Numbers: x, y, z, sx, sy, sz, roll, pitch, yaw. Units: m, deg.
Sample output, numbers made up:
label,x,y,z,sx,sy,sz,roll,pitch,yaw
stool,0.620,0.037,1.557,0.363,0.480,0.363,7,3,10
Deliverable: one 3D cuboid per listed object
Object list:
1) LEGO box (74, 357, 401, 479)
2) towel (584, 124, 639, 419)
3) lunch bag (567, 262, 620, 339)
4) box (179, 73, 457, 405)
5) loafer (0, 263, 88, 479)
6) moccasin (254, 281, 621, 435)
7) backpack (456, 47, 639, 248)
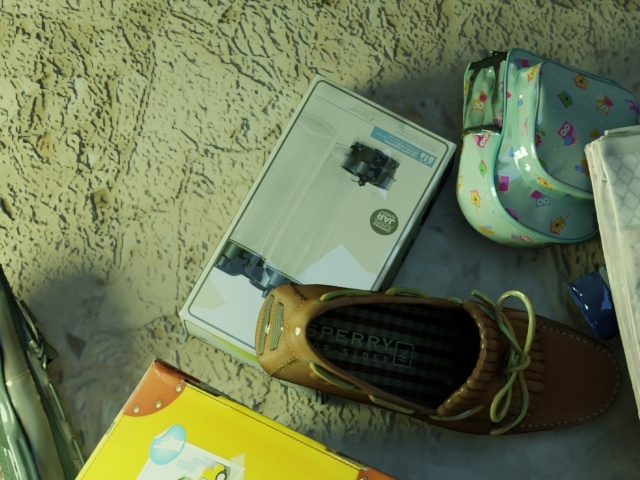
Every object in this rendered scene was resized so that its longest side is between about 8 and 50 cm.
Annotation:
label,x,y,z,sx,sy,sz,roll,pitch,yaw
LEGO box,-0.121,0.401,1.610,0.372,0.193,0.500,21,73,46
towel,0.438,0.022,1.721,0.332,0.053,0.317,-10,76,0
lunch bag,0.295,0.057,1.844,0.065,0.098,0.067,-32,80,11
box,0.000,0.000,1.858,0.169,0.087,0.290,29,78,7
loafer,-0.292,0.144,1.830,0.084,0.096,0.267,-12,83,-24
moccasin,0.130,0.109,1.755,0.380,0.147,0.139,18,83,-25
backpack,0.225,-0.086,1.845,0.166,0.144,0.188,17,83,-29
